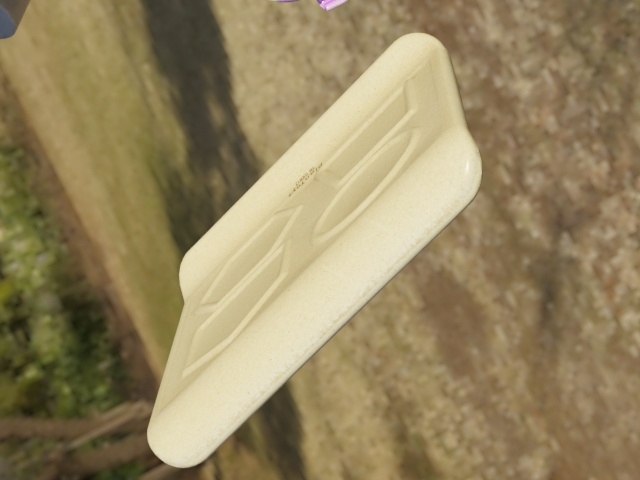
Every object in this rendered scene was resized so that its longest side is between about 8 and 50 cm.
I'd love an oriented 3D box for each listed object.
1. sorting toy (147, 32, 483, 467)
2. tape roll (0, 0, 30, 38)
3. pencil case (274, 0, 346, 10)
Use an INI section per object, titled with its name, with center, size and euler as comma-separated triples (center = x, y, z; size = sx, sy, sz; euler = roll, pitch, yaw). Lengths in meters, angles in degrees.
[sorting toy]
center = 0.000, 0.000, 0.775
size = 0.038, 0.193, 0.208
euler = 41, -166, -16
[tape roll]
center = -0.273, -0.202, 1.010
size = 0.219, 0.072, 0.219
euler = 21, 169, 4
[pencil case]
center = -0.038, -0.193, 0.815
size = 0.088, 0.086, 0.206
euler = 65, -172, 30
